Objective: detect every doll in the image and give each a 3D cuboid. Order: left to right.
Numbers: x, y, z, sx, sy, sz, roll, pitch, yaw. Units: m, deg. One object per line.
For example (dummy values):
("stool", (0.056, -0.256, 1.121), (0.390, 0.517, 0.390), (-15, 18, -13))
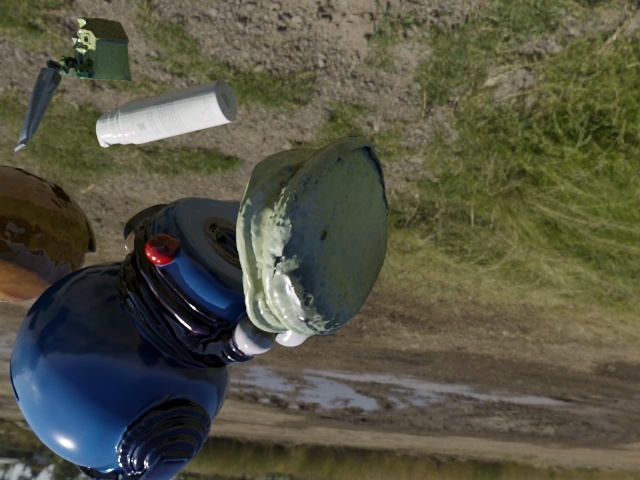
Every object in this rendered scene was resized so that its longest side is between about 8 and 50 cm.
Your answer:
("doll", (-0.186, 0.108, 0.608), (0.310, 0.284, 0.240), (-46, 141, 19))

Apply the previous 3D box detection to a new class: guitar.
("guitar", (-0.192, 0.060, 0.808), (0.083, 0.038, 0.271), (-27, 132, -6))

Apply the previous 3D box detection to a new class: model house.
("model house", (-0.741, -0.623, 1.787), (0.214, 0.189, 0.195), (22, -159, 36))

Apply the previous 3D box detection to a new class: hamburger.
("hamburger", (0.000, 0.000, 0.383), (0.062, 0.133, 0.140), (12, 121, 38))

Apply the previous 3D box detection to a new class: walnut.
("walnut", (-0.473, -0.011, 0.804), (0.208, 0.209, 0.336), (0, 169, 12))

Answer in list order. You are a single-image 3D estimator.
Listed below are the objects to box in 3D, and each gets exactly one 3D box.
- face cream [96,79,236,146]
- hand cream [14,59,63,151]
("face cream", (-0.370, -0.291, 1.296), (0.345, 0.102, 0.102), (-7, 153, 18))
("hand cream", (-0.739, -0.352, 1.439), (0.088, 0.256, 0.055), (-4, 156, 44))
